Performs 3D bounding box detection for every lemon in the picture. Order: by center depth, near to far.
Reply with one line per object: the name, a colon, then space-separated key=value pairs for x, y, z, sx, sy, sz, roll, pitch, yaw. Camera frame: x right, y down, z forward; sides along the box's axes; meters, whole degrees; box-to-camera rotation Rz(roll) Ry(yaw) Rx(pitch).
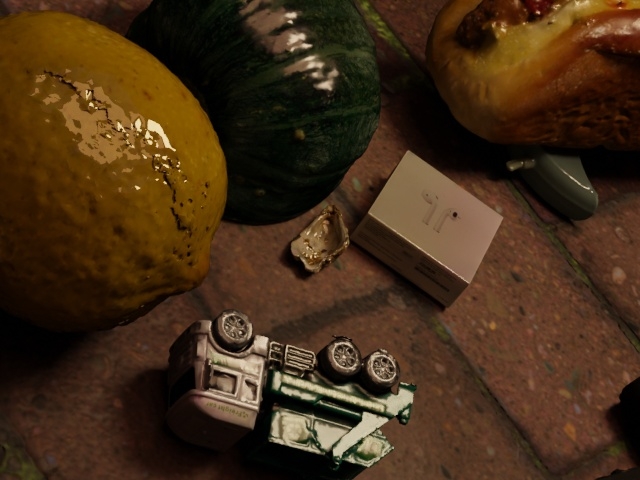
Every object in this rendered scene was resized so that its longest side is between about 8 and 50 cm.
lemon: x=-0.220 y=-0.065 z=1.251 sx=0.310 sy=0.258 sz=0.258 roll=44 pitch=42 yaw=-5

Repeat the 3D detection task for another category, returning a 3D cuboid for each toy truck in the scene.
toy truck: x=-0.029 y=0.149 z=1.303 sx=0.216 sy=0.110 sz=0.116 roll=19 pitch=56 yaw=-20

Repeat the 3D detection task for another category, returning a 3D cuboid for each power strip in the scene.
power strip: x=0.301 y=-0.122 z=1.806 sx=0.167 sy=0.054 sz=0.253 roll=40 pitch=42 yaw=8

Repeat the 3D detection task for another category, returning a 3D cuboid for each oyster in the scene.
oyster: x=0.003 y=0.001 z=1.511 sx=0.051 sy=0.034 sz=0.093 roll=32 pitch=51 yaw=19

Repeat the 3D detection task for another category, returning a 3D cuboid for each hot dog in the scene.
hot dog: x=0.333 y=-0.228 z=1.721 sx=0.405 sy=0.223 sz=0.185 roll=0 pitch=54 yaw=-33

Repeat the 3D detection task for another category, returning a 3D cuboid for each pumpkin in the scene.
pumpkin: x=-0.051 y=-0.190 z=1.526 sx=0.263 sy=0.197 sz=0.293 roll=-12 pitch=63 yaw=-43

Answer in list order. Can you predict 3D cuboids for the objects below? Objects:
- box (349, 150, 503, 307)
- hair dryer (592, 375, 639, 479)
box: x=0.115 y=-0.013 z=1.583 sx=0.130 sy=0.051 sz=0.129 roll=36 pitch=42 yaw=-2
hair dryer: x=0.331 y=0.238 z=1.488 sx=0.251 sy=0.089 sz=0.197 roll=-12 pitch=61 yaw=-33
